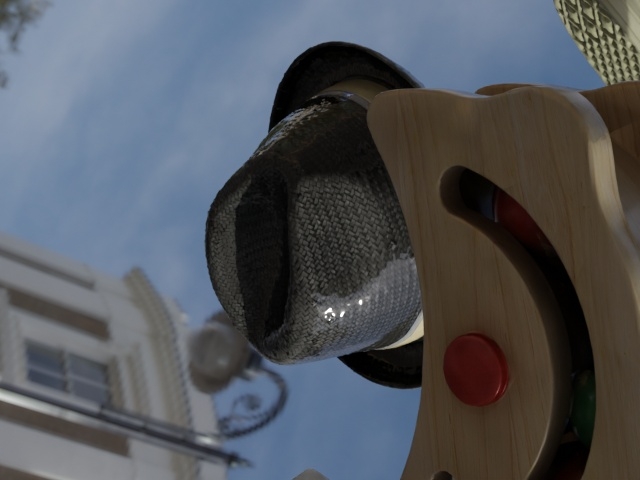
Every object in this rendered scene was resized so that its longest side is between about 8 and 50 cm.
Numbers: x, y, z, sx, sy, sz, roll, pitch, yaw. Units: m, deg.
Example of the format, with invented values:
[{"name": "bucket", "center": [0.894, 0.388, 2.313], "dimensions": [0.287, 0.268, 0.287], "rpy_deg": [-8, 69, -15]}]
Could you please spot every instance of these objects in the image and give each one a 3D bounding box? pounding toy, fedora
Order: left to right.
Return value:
[{"name": "fedora", "center": [0.000, 0.000, 1.300], "dimensions": [0.334, 0.152, 0.334], "rpy_deg": [32, -46, 40]}, {"name": "pounding toy", "center": [0.118, 0.059, 0.607], "dimensions": [0.154, 0.155, 0.269], "rpy_deg": [-23, -100, 45]}]

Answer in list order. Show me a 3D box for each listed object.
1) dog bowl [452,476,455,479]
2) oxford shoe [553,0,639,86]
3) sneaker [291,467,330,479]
[{"name": "dog bowl", "center": [0.230, 0.098, 0.975], "dimensions": [0.349, 0.102, 0.349], "rpy_deg": [-40, -168, 10]}, {"name": "oxford shoe", "center": [0.367, -0.082, 1.234], "dimensions": [0.130, 0.449, 0.169], "rpy_deg": [-39, -169, -9]}, {"name": "sneaker", "center": [0.052, 0.321, 1.388], "dimensions": [0.258, 0.094, 0.091], "rpy_deg": [32, -112, 30]}]
